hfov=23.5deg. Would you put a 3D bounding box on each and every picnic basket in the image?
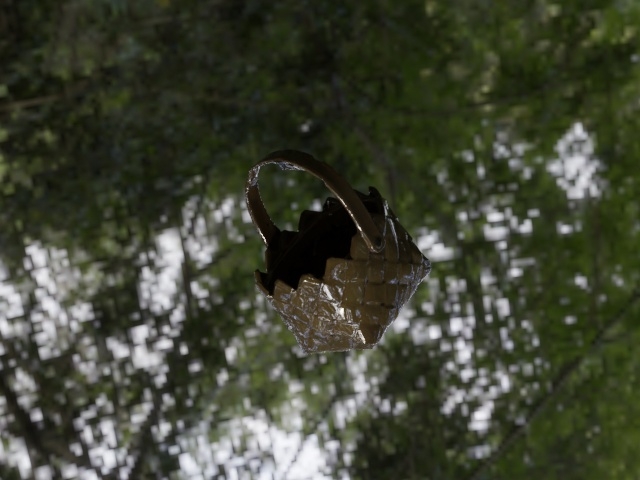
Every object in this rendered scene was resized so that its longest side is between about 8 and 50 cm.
[{"bbox_3d":[0.000,0.000,1.352,0.128,0.178,0.138,-7,-147,42],"label":"picnic basket"}]
